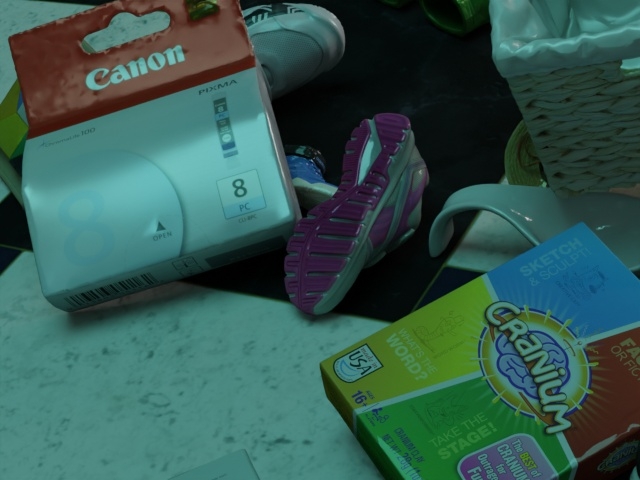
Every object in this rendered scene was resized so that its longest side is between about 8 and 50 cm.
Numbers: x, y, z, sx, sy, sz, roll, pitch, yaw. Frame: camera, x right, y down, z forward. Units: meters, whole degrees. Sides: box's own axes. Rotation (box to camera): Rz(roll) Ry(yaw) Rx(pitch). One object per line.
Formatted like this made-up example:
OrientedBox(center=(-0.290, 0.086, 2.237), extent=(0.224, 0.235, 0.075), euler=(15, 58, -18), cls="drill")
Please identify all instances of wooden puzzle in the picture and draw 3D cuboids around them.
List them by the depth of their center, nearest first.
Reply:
OrientedBox(center=(-0.380, -0.178, 2.060), extent=(0.221, 0.044, 0.238), euler=(-56, 37, 9), cls="wooden puzzle")

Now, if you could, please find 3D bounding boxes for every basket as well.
OrientedBox(center=(0.358, -0.261, 1.613), extent=(0.328, 0.266, 0.331), euler=(-9, 55, 15), cls="basket")

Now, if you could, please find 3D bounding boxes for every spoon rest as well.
OrientedBox(center=(0.248, -0.013, 1.673), extent=(0.276, 0.084, 0.137), euler=(5, 42, 27), cls="spoon rest")

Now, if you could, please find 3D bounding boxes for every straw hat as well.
OrientedBox(center=(0.290, -0.086, 1.764), extent=(0.144, 0.144, 0.061), euler=(17, 6, 36), cls="straw hat")

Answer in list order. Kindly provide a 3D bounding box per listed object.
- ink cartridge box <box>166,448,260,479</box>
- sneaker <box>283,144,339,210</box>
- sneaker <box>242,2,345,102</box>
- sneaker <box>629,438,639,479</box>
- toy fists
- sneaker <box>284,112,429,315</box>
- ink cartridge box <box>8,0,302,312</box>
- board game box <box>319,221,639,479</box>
OrientedBox(center=(-0.056, 0.307, 1.322), extent=(0.087, 0.153, 0.208), euler=(-22, 38, -9), cls="ink cartridge box")
OrientedBox(center=(-0.009, -0.079, 1.874), extent=(0.152, 0.058, 0.084), euler=(10, 52, 40), cls="sneaker")
OrientedBox(center=(-0.132, -0.177, 1.991), extent=(0.366, 0.137, 0.210), euler=(-19, 38, 5), cls="sneaker")
OrientedBox(center=(0.409, 0.182, 1.334), extent=(0.272, 0.108, 0.100), euler=(-7, 33, -3), cls="sneaker")
OrientedBox(center=(0.179, -0.388, 2.170), extent=(0.142, 0.096, 0.279), euler=(-32, 38, -22), cls="toy fists")
OrientedBox(center=(0.055, -0.016, 1.738), extent=(0.103, 0.111, 0.252), euler=(18, 71, 46), cls="sneaker")
OrientedBox(center=(-0.214, -0.138, 1.829), extent=(0.308, 0.091, 0.385), euler=(-17, 73, 6), cls="ink cartridge box")
OrientedBox(center=(0.194, 0.142, 1.471), extent=(0.317, 0.064, 0.242), euler=(-28, 51, -14), cls="board game box")
